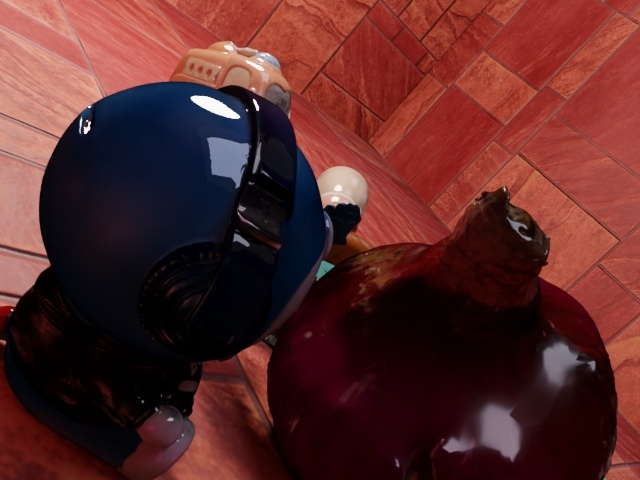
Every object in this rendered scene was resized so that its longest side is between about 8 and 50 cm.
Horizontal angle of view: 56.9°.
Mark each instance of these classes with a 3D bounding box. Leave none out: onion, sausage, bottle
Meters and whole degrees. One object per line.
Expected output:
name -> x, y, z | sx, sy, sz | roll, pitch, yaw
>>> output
onion -> 0.137, 0.106, 0.649 | 0.398, 0.420, 0.398 | -1, 34, 1
sausage -> 0.000, 0.000, 1.233 | 0.348, 0.094, 0.097 | 27, 8, -38
bottle -> 0.042, -0.084, 1.473 | 0.147, 0.147, 0.236 | 39, 23, -10

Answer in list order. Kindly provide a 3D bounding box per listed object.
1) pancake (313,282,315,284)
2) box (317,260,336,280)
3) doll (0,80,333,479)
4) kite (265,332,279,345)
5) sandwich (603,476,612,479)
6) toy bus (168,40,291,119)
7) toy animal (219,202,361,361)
pancake -> -0.151, -0.033, 0.944 | 0.304, 0.067, 0.427 | 22, 27, -39
box -> 0.014, 0.094, 1.107 | 0.229, 0.041, 0.162 | 25, 22, -47
doll -> -0.126, 0.015, 0.496 | 0.240, 0.310, 0.284 | 30, 20, -31
kite -> -0.155, 0.068, 0.828 | 0.267, 0.013, 0.323 | 39, 18, -8
sandwich -> 0.404, 0.440, 0.979 | 0.325, 0.131, 0.262 | 41, 17, -13
toy bus -> -0.184, -0.290, 1.236 | 0.287, 0.232, 0.194 | 22, 5, 22
toy animal -> -0.081, 0.017, 0.721 | 0.255, 0.176, 0.239 | -6, 45, -15
